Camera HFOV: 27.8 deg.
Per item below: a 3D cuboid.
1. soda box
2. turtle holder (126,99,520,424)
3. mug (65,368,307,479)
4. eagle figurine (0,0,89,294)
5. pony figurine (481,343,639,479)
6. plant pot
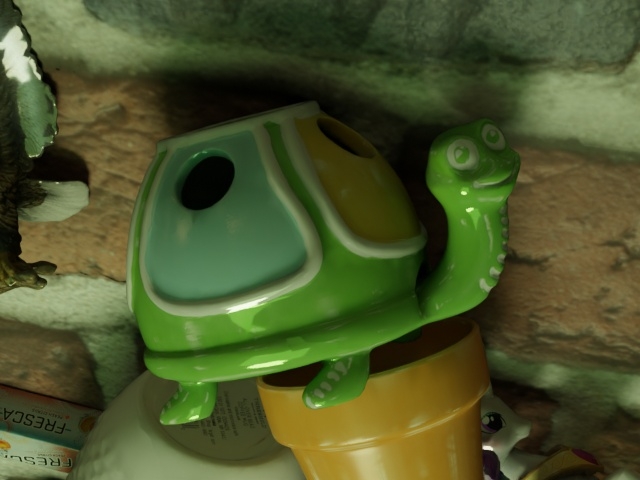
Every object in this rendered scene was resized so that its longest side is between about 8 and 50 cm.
[{"bbox_3d":[-0.328,0.220,1.500,0.183,0.063,0.058,14,137,-1],"label":"soda box"},{"bbox_3d":[-0.017,0.005,1.055,0.320,0.243,0.227,-8,99,46],"label":"turtle holder"},{"bbox_3d":[-0.141,0.322,1.334,0.276,0.374,0.328,13,123,-9],"label":"mug"},{"bbox_3d":[-0.337,-0.083,1.120,0.226,0.225,0.298,-26,100,-14],"label":"eagle figurine"},{"bbox_3d":[0.220,0.315,1.314,0.363,0.303,0.351,29,115,16],"label":"pony figurine"},{"bbox_3d":[0.064,0.187,1.167,0.205,0.205,0.188,-11,98,25],"label":"plant pot"}]
